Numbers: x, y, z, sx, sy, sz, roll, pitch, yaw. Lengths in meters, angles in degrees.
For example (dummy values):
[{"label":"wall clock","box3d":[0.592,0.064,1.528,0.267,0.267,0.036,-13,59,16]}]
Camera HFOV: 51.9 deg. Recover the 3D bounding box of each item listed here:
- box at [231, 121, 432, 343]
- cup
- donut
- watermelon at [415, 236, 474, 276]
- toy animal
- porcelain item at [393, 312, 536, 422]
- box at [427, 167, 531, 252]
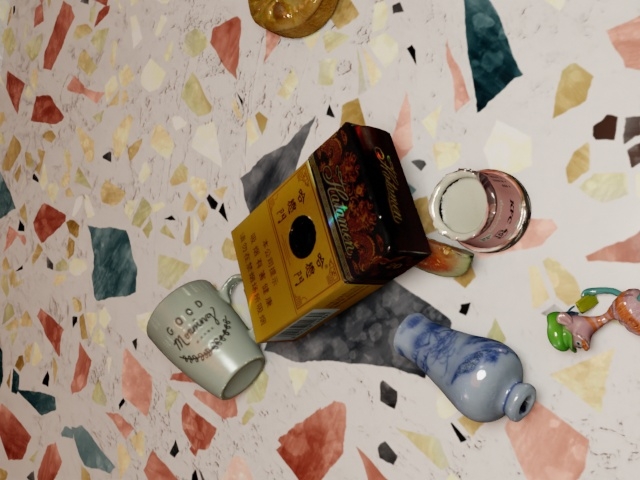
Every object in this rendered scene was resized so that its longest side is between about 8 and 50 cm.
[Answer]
[{"label":"box","box3d":[0.001,0.000,1.249,0.415,0.115,0.265,-37,58,42]},{"label":"cup","box3d":[-0.221,0.203,1.479,0.234,0.186,0.258,40,83,23]},{"label":"donut","box3d":[-0.061,-0.551,1.426,0.226,0.113,0.227,-3,86,36]},{"label":"watermelon","box3d":[0.184,0.015,1.203,0.245,0.119,0.063,23,87,42]},{"label":"toy animal","box3d":[0.451,0.105,1.018,0.208,0.100,0.103,-38,37,43]},{"label":"porcelain item","box3d":[0.246,0.219,1.140,0.259,0.141,0.141,27,103,43]},{"label":"box","box3d":[0.269,-0.056,1.137,0.151,0.135,0.151,-4,83,36]}]
